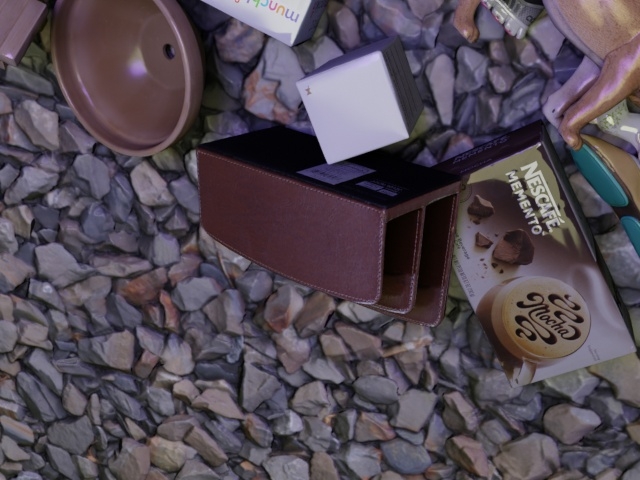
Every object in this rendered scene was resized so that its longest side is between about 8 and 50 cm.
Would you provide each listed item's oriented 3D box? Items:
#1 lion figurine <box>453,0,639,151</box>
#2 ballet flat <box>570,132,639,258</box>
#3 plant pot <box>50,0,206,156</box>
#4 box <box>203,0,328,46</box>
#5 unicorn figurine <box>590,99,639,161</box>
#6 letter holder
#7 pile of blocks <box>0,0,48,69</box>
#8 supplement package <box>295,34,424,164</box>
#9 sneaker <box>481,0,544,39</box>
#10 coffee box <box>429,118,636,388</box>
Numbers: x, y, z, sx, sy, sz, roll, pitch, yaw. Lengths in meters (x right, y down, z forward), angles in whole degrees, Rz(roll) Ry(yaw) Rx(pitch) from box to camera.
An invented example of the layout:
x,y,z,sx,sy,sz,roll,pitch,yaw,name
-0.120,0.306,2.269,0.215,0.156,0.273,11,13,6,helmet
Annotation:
x,y,z,sx,sy,sz,roll,pitch,yaw,name
0.285,-0.262,0.814,0.392,0.142,0.240,41,111,-12,lion figurine
0.400,-0.054,0.967,0.073,0.080,0.232,-37,102,-6,ballet flat
-0.228,-0.237,0.997,0.237,0.110,0.237,16,120,28,plant pot
-0.090,-0.397,0.915,0.262,0.127,0.231,28,112,1,box
0.388,-0.136,0.915,0.162,0.060,0.111,25,81,20,unicorn figurine
0.000,0.000,0.962,0.302,0.152,0.214,22,120,37,letter holder
-0.396,-0.370,0.974,0.149,0.112,0.362,0,76,-12,pile of blocks
0.054,-0.176,0.932,0.105,0.179,0.105,-16,106,19,supplement package
0.207,-0.323,0.906,0.170,0.063,0.075,44,114,-11,sneaker
0.266,0.019,0.988,0.168,0.119,0.297,-22,104,23,coffee box
